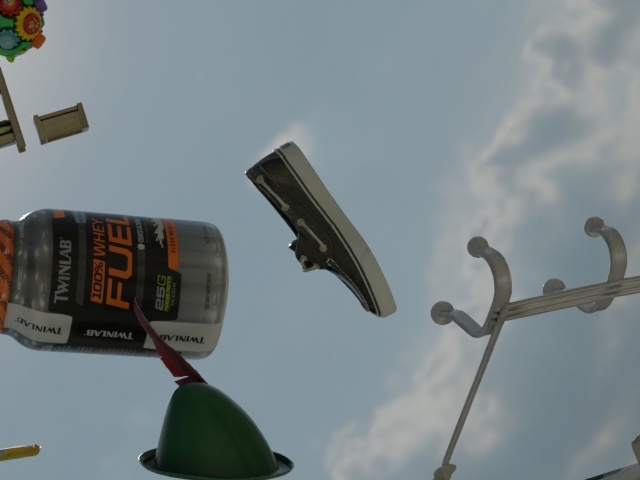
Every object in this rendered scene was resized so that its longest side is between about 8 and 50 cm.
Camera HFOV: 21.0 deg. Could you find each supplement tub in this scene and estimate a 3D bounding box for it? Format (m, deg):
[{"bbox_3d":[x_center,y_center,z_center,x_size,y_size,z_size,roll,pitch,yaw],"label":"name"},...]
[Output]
[{"bbox_3d":[-0.295,0.059,2.328,0.193,0.316,0.194,-176,90,-73],"label":"supplement tub"}]

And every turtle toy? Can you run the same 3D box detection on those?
[{"bbox_3d":[-0.365,-0.277,2.064,0.095,0.066,0.130,-10,-72,-51],"label":"turtle toy"}]

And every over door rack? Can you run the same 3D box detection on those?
[{"bbox_3d":[0.219,0.105,1.532,0.239,0.108,0.324,-10,-47,-17],"label":"over door rack"}]

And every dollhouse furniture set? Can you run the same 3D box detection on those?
[{"bbox_3d":[-0.363,-0.140,1.929,0.181,0.101,0.161,-18,0,-10],"label":"dollhouse furniture set"}]

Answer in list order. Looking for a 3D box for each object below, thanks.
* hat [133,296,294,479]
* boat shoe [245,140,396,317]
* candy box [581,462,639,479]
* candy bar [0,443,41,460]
[{"bbox_3d":[-0.130,0.172,2.006,0.173,0.208,0.184,-70,-17,-85],"label":"hat"},{"bbox_3d":[0.000,0.000,1.858,0.070,0.219,0.078,-34,-8,-8],"label":"boat shoe"},{"bbox_3d":[0.400,0.348,2.001,0.071,0.159,0.233,-95,-21,-46],"label":"candy box"},{"bbox_3d":[-0.465,0.302,2.393,0.161,0.040,0.018,-6,-96,-35],"label":"candy bar"}]
